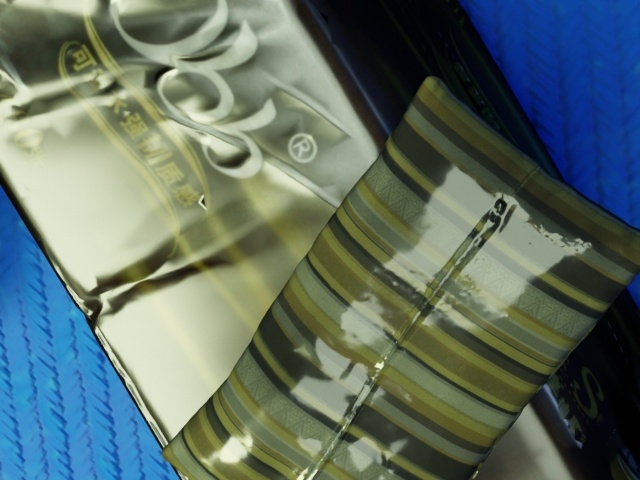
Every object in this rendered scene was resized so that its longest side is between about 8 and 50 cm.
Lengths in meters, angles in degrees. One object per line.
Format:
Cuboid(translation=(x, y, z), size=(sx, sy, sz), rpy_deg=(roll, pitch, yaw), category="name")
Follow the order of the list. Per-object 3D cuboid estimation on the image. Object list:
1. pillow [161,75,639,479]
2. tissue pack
Cuboid(translation=(0.030, 0.046, 0.696), size=(0.113, 0.038, 0.203), rpy_deg=(36, 112, 5), category="pillow")
Cuboid(translation=(0.000, 0.000, 0.824), size=(0.198, 0.210, 0.370), rpy_deg=(-29, 96, 26), category="tissue pack")
